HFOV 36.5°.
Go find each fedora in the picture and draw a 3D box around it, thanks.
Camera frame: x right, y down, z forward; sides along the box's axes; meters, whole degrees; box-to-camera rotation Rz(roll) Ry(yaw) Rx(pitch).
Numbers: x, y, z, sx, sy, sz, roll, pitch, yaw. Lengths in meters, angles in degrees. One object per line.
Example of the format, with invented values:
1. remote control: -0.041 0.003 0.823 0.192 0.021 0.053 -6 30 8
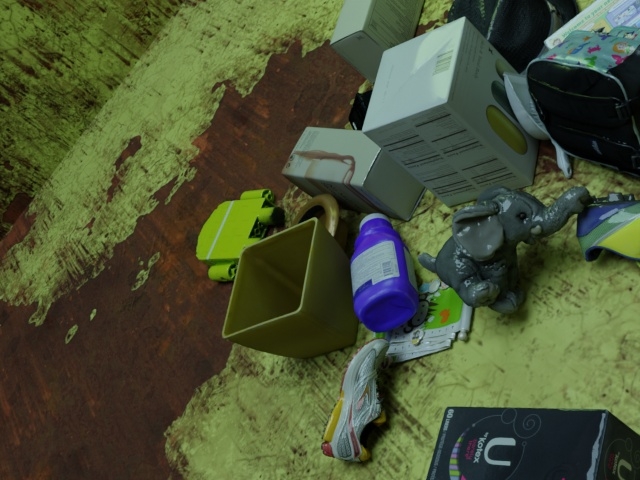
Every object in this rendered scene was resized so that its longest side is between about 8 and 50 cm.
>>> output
1. fedora: 0.000 0.000 2.039 0.194 0.079 0.194 -34 46 43
2. fedora: 0.350 -0.424 1.943 0.334 0.152 0.334 -31 39 30

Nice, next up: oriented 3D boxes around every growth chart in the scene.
1. growth chart: 0.182 0.144 1.750 0.237 0.021 0.172 -26 41 33

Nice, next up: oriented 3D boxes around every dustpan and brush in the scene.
1. dustpan and brush: 0.408 -0.205 1.730 0.060 0.147 0.211 -23 69 54

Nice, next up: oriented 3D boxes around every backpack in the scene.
1. backpack: 0.464 -0.233 1.573 0.191 0.225 0.253 -40 30 -18

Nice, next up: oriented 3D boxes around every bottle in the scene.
1. bottle: 0.115 0.050 1.830 0.118 0.092 0.283 -31 29 17

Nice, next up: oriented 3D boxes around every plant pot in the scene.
1. plant pot: -0.035 0.116 1.885 0.212 0.187 0.212 -23 44 38

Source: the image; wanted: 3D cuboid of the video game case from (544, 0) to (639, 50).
1. video game case: 0.528 -0.347 1.709 0.212 0.023 0.193 -38 61 22

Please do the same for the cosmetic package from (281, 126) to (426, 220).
1. cosmetic package: 0.073 -0.143 2.026 0.296 0.153 0.129 12 70 55

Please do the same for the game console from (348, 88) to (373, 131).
1. game console: 0.122 -0.290 2.223 0.122 0.071 0.107 -110 33 -53

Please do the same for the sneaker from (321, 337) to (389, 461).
1. sneaker: 0.081 0.279 1.697 0.093 0.088 0.225 15 79 20

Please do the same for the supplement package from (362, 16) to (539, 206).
1. supplement package: 0.250 -0.228 1.785 0.198 0.263 0.199 -15 49 43

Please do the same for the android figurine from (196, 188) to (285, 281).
1. android figurine: -0.200 -0.015 2.322 0.273 0.056 0.248 -6 55 47

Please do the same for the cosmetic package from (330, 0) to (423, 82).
1. cosmetic package: 0.146 -0.549 2.299 0.113 0.160 0.309 -13 49 45

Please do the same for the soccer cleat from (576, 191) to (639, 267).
1. soccer cleat: 0.519 -0.015 1.452 0.289 0.093 0.121 -2 89 44

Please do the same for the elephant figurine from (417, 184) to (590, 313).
1. elephant figurine: 0.292 -0.018 1.577 0.169 0.186 0.239 -109 30 -62

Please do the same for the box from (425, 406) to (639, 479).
1. box: 0.295 0.329 1.333 0.270 0.143 0.165 -10 53 45
